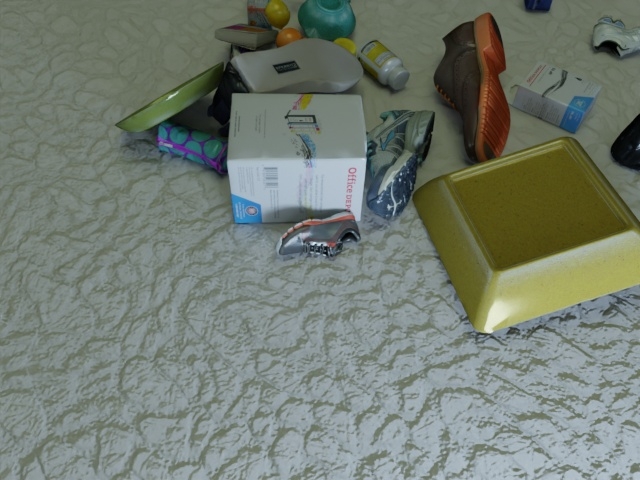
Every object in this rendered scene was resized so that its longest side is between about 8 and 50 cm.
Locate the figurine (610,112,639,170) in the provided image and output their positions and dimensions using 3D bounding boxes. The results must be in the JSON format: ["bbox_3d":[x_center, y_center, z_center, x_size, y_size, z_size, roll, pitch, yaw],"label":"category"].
[{"bbox_3d":[0.667,-0.187,1.225,0.092,0.209,0.215,-30,60,-22],"label":"figurine"}]

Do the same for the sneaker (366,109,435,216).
[{"bbox_3d":[0.124,-0.149,1.257,0.122,0.110,0.283,13,45,17],"label":"sneaker"}]

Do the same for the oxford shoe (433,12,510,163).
[{"bbox_3d":[0.307,-0.299,1.377,0.132,0.130,0.364,-12,54,31],"label":"oxford shoe"}]

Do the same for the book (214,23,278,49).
[{"bbox_3d":[-0.161,-0.454,1.469,0.096,0.035,0.144,15,26,10],"label":"book"}]

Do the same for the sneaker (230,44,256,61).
[{"bbox_3d":[-0.151,-0.368,1.423,0.071,0.068,0.170,-4,53,-12],"label":"sneaker"}]

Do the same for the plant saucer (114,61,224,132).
[{"bbox_3d":[-0.282,-0.269,1.288,0.241,0.037,0.241,-27,18,10],"label":"plant saucer"}]

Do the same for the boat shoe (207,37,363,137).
[{"bbox_3d":[-0.074,-0.301,1.338,0.340,0.158,0.127,-18,72,-40],"label":"boat shoe"}]

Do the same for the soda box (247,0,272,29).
[{"bbox_3d":[-0.139,-0.575,1.578,0.058,0.063,0.183,1,54,-2],"label":"soda box"}]

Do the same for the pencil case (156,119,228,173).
[{"bbox_3d":[-0.239,-0.179,1.278,0.151,0.064,0.070,21,39,14],"label":"pencil case"}]

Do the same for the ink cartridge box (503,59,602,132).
[{"bbox_3d":[0.478,-0.310,1.403,0.180,0.060,0.104,29,58,19],"label":"ink cartridge box"}]

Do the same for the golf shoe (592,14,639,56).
[{"bbox_3d":[0.707,-0.447,1.524,0.176,0.069,0.086,16,74,14],"label":"golf shoe"}]

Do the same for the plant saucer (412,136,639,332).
[{"bbox_3d":[0.357,-0.042,1.130,0.332,0.081,0.333,-18,49,0],"label":"plant saucer"}]

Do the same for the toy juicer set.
[{"bbox_3d":[-0.020,-0.514,1.514,0.209,0.089,0.329,6,62,-6],"label":"toy juicer set"}]

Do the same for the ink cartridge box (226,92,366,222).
[{"bbox_3d":[-0.041,-0.146,1.194,0.232,0.171,0.168,0,53,-3],"label":"ink cartridge box"}]

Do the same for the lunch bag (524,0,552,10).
[{"bbox_3d":[0.524,-0.602,1.618,0.065,0.067,0.098,5,55,2],"label":"lunch bag"}]

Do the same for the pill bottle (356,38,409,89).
[{"bbox_3d":[0.136,-0.376,1.438,0.065,0.065,0.116,-29,60,-21],"label":"pill bottle"}]

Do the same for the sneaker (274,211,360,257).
[{"bbox_3d":[0.000,0.000,1.158,0.158,0.061,0.065,-20,63,-15],"label":"sneaker"}]
